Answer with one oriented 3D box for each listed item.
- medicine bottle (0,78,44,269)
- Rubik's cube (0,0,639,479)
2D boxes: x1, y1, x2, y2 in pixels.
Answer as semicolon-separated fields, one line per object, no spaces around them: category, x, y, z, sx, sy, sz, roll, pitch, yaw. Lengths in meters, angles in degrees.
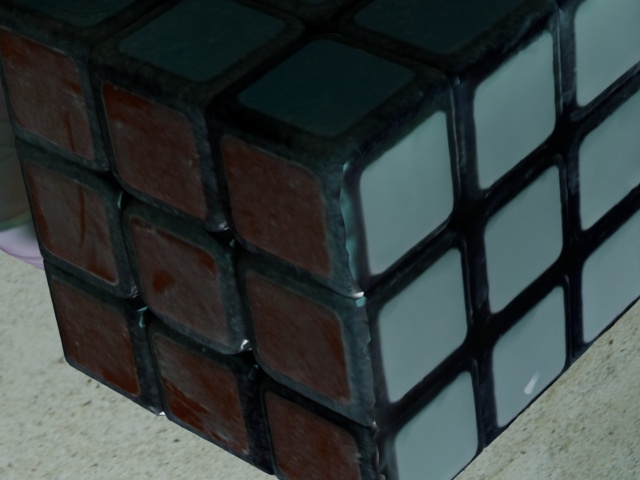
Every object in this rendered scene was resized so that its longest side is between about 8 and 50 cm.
medicine bottle;-0.155;-0.039;1.443;0.152;0.152;0.254;-46;148;10
Rubik's cube;0.011;-0.053;1.261;0.301;0.305;0.303;-39;140;-34
